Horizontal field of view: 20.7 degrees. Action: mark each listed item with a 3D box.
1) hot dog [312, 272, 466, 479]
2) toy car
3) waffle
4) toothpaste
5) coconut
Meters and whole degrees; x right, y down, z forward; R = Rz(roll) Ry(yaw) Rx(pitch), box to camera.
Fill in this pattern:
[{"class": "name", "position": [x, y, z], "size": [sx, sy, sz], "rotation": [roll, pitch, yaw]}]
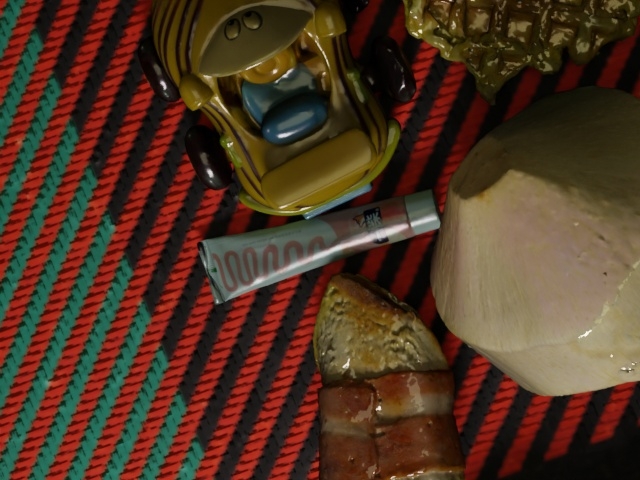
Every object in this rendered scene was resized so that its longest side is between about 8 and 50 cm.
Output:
[{"class": "hot dog", "position": [0.058, 0.156, 1.450], "size": [0.123, 0.093, 0.262], "rotation": [-6, 78, 14]}, {"class": "toy car", "position": [-0.039, -0.138, 1.410], "size": [0.200, 0.142, 0.248], "rotation": [-29, 92, 6]}, {"class": "waffle", "position": [0.162, -0.254, 1.433], "size": [0.245, 0.052, 0.254], "rotation": [-38, 89, 8]}, {"class": "toothpaste", "position": [0.000, 0.000, 1.472], "size": [0.205, 0.036, 0.056], "rotation": [-16, 94, 9]}, {"class": "coconut", "position": [0.202, 0.002, 1.343], "size": [0.259, 0.259, 0.259], "rotation": [0, 94, 5]}]
